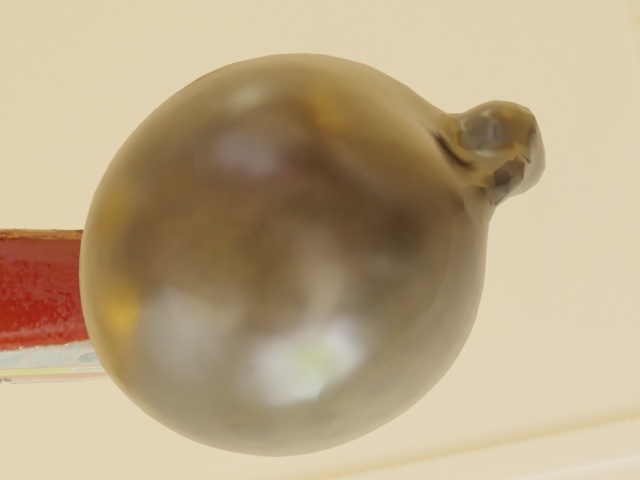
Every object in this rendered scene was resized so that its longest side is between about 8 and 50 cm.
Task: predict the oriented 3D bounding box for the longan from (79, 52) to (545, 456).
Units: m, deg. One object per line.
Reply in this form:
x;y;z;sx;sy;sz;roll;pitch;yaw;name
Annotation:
0.000;0.000;0.690;0.204;0.185;0.159;-26;-72;-6;longan

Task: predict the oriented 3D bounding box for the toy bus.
-0.175;0.048;1.269;0.120;0.265;0.121;-27;-113;52;toy bus
